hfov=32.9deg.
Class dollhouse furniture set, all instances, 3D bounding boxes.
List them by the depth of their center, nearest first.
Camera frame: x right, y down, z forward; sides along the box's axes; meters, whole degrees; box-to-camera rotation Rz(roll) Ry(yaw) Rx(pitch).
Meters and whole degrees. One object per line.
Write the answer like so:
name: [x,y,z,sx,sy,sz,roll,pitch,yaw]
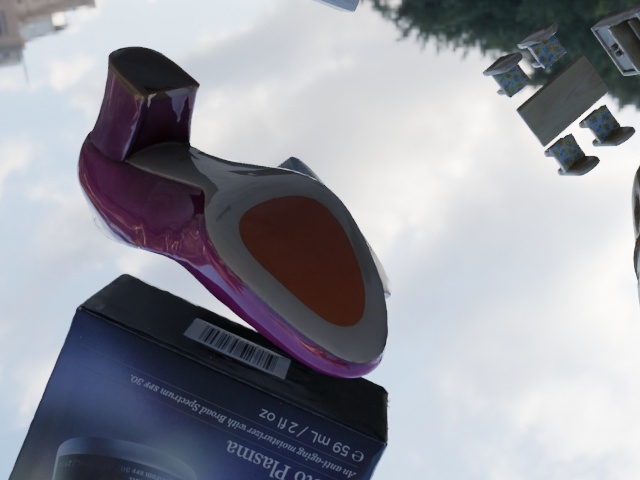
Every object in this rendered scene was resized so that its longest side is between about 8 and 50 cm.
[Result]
dollhouse furniture set: [0.418,-0.247,1.651,0.242,0.212,0.161,-40,-169,-7]

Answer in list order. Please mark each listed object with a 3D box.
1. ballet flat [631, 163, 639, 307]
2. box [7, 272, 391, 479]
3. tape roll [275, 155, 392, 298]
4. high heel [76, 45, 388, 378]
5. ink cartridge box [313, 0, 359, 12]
ballet flat: [0.308,0.085,0.846,0.116,0.343,0.124,-18,172,41]
box: [-0.125,0.233,1.014,0.296,0.294,0.183,23,-171,0]
tape roll: [0.000,0.000,1.374,0.072,0.219,0.219,-37,-158,10]
high heel: [-0.080,0.013,0.866,0.127,0.181,0.377,-10,-135,-32]
ink cartridge box: [-0.032,-0.426,1.414,0.232,0.189,0.066,17,-176,-16]
